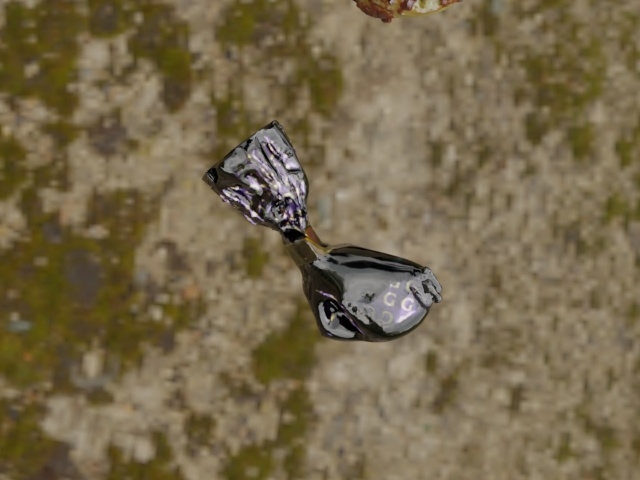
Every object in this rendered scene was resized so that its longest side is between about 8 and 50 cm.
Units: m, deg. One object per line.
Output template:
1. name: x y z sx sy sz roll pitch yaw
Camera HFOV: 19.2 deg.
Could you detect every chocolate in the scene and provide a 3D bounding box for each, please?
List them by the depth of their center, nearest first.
1. chocolate: -0.002 0.002 1.081 0.147 0.072 0.070 49 34 7

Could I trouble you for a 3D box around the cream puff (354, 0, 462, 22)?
1. cream puff: 0.063 -0.227 1.324 0.084 0.149 0.149 38 63 -59
